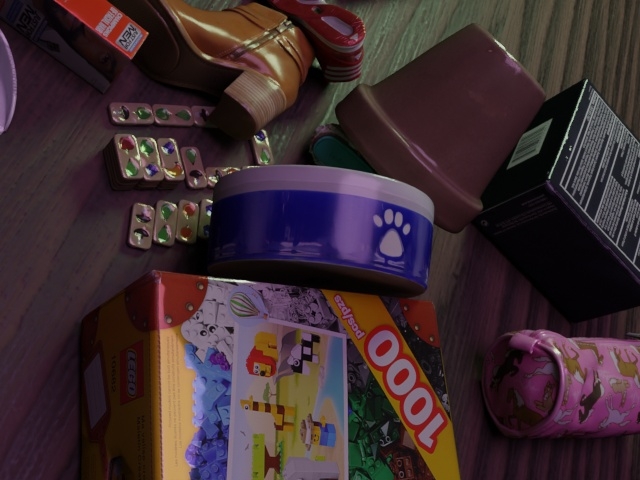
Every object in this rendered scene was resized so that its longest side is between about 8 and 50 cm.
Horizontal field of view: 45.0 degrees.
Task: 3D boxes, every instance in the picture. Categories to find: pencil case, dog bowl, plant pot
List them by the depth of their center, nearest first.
[{"bbox_3d":[0.000,0.000,0.917,0.265,0.265,0.104,13,75,-34],"label":"dog bowl"},{"bbox_3d":[0.189,-0.178,1.110,0.263,0.229,0.263,41,16,-15],"label":"plant pot"},{"bbox_3d":[0.432,0.229,1.234,0.386,0.160,0.167,6,59,-35],"label":"pencil case"}]

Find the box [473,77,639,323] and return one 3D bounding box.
[{"bbox_3d":[0.460,-0.066,1.366,0.294,0.183,0.296,43,52,-14],"label":"box"}]

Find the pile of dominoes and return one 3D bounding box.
[{"bbox_3d":[-0.149,-0.092,0.998,0.251,0.040,0.196,-5,74,-39],"label":"pile of dominoes"}]

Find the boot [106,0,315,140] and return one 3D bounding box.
[{"bbox_3d":[-0.137,-0.290,1.054,0.283,0.109,0.220,39,46,-8],"label":"boot"}]

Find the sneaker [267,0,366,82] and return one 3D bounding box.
[{"bbox_3d":[-0.017,-0.319,1.187,0.087,0.128,0.221,-31,60,-16],"label":"sneaker"}]

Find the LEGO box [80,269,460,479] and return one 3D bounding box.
[{"bbox_3d":[-0.039,0.310,0.804,0.373,0.193,0.500,8,66,-36],"label":"LEGO box"}]

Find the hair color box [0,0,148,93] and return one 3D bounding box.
[{"bbox_3d":[-0.301,-0.262,0.918,0.167,0.093,0.053,35,54,-20],"label":"hair color box"}]

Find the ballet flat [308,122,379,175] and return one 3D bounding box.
[{"bbox_3d":[0.080,-0.085,1.150,0.241,0.091,0.077,50,27,-14],"label":"ballet flat"}]

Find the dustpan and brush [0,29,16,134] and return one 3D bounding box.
[{"bbox_3d":[-0.402,-0.235,0.848,0.147,0.060,0.211,12,64,-34],"label":"dustpan and brush"}]
